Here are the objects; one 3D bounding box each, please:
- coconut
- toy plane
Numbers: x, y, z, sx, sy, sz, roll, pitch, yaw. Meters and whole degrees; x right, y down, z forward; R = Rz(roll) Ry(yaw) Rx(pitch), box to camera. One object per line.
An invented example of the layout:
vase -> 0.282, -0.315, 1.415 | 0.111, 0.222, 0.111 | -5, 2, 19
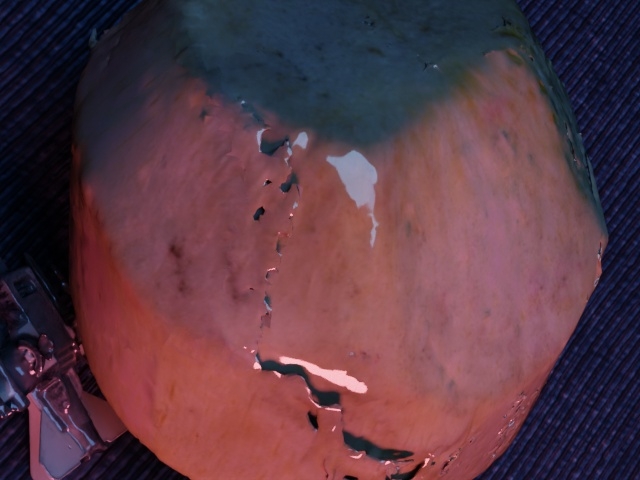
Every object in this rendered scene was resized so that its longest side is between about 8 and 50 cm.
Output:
coconut -> 0.000, 0.000, 0.966 | 0.353, 0.352, 0.352 | 7, 77, -33
toy plane -> -0.187, 0.047, 0.972 | 0.160, 0.082, 0.234 | -34, 102, -61
